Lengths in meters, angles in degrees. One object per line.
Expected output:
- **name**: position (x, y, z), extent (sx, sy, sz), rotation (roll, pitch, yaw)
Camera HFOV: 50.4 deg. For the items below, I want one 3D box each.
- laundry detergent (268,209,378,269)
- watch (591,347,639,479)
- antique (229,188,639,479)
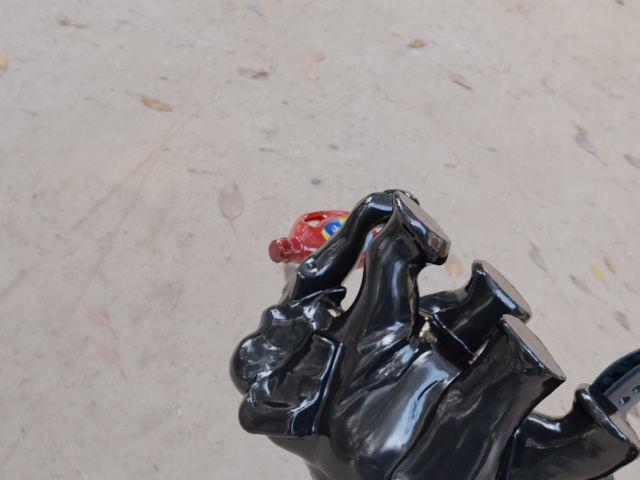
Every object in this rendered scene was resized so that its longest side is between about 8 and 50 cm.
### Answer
- **laundry detergent**: position (0.000, 0.000, 0.856), extent (0.165, 0.049, 0.097), rotation (-6, 48, -44)
- **watch**: position (0.301, 0.173, 0.563), extent (0.068, 0.206, 0.193), rotation (18, 70, -27)
- **antique**: position (0.071, 0.130, 0.602), extent (0.185, 0.255, 0.322), rotation (12, 38, -57)
